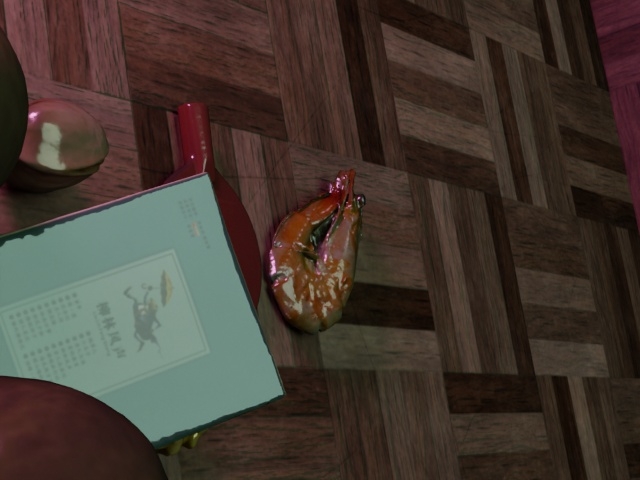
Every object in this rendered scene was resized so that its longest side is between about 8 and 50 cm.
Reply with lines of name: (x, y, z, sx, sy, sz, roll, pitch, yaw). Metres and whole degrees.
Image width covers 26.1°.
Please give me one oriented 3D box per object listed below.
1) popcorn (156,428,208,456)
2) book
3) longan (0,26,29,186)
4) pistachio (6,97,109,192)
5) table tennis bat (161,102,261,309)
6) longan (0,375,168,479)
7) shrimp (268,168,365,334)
popcorn: (-0.188, 0.132, 1.532, 0.140, 0.163, 0.194, 0, 109, -50)
book: (-0.236, 0.102, 1.408, 0.379, 0.031, 0.264, -18, 91, -28)
longan: (-0.395, -0.111, 1.252, 0.243, 0.300, 0.300, 33, 31, 14)
pistachio: (-0.292, -0.104, 1.513, 0.149, 0.113, 0.113, -12, 85, -56)
table tennis bat: (-0.146, -0.024, 1.761, 0.200, 0.038, 0.310, 12, 66, -54)
longan: (-0.267, 0.293, 1.180, 0.361, 0.361, 0.361, 30, 51, -47)
shrimp: (0.001, 0.000, 1.954, 0.154, 0.062, 0.294, 46, 42, -27)
